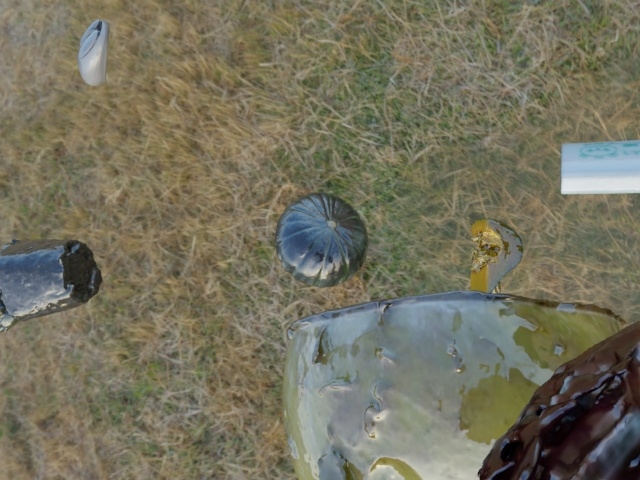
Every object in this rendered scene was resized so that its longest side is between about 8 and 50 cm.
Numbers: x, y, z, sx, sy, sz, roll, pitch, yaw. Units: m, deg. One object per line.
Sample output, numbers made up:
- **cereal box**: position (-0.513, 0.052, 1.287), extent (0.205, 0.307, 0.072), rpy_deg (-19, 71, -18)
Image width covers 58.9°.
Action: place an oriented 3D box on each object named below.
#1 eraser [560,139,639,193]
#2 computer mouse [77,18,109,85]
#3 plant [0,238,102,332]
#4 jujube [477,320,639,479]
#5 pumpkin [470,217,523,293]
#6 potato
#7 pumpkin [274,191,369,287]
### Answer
- **eraser**: position (0.758, -0.186, 1.420), extent (0.290, 0.189, 0.104), rpy_deg (1, 128, 23)
- **computer mouse**: position (-0.317, -0.261, 0.789), extent (0.096, 0.039, 0.066), rpy_deg (123, 146, -50)
- **plant**: position (-0.310, 0.041, 0.594), extent (0.143, 0.092, 0.094), rpy_deg (-13, 114, 11)
- **jujube**: position (0.216, 0.195, 0.338), extent (0.258, 0.376, 0.258), rpy_deg (38, 144, 35)
- **pumpkin**: position (0.500, 0.060, 1.605), extent (0.126, 0.131, 0.248), rpy_deg (11, 76, -12)
- **potato**: position (0.173, 0.257, 0.713), extent (0.442, 0.385, 0.319), rpy_deg (-14, 66, 24)
- **pumpkin**: position (0.000, 0.000, 1.468), extent (0.250, 0.216, 0.250), rpy_deg (1, 82, -10)
